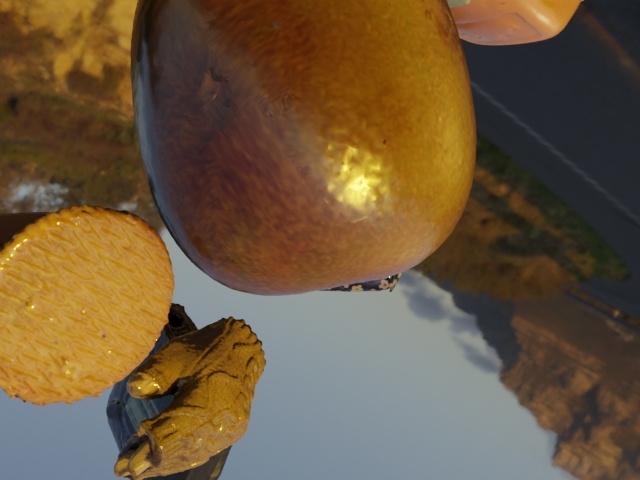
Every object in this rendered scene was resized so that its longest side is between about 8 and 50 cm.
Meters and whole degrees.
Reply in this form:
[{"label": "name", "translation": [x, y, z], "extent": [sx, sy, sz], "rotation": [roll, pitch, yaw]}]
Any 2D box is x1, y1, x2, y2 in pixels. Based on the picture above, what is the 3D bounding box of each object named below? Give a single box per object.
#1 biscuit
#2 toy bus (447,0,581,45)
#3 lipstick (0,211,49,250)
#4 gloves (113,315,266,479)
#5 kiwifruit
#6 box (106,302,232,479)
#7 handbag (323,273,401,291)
[{"label": "biscuit", "translation": [-0.276, 0.074, 1.046], "extent": [0.035, 0.254, 0.254], "rotation": [31, -175, 43]}, {"label": "toy bus", "translation": [0.187, -0.323, 0.877], "extent": [0.232, 0.288, 0.194], "rotation": [33, 163, -37]}, {"label": "lipstick", "translation": [-0.385, -0.004, 1.054], "extent": [0.145, 0.045, 0.045], "rotation": [-4, 163, -22]}, {"label": "gloves", "translation": [-0.202, 0.257, 1.482], "extent": [0.155, 0.203, 0.356], "rotation": [1, -152, 32]}, {"label": "kiwifruit", "translation": [-0.013, -0.087, 0.523], "extent": [0.196, 0.234, 0.196], "rotation": [-6, 177, 0]}, {"label": "box", "translation": [-0.299, 0.340, 1.778], "extent": [0.091, 0.350, 0.359], "rotation": [4, -146, -38]}, {"label": "handbag", "translation": [0.000, 0.000, 1.227], "extent": [0.228, 0.127, 0.208], "rotation": [9, 169, 10]}]
